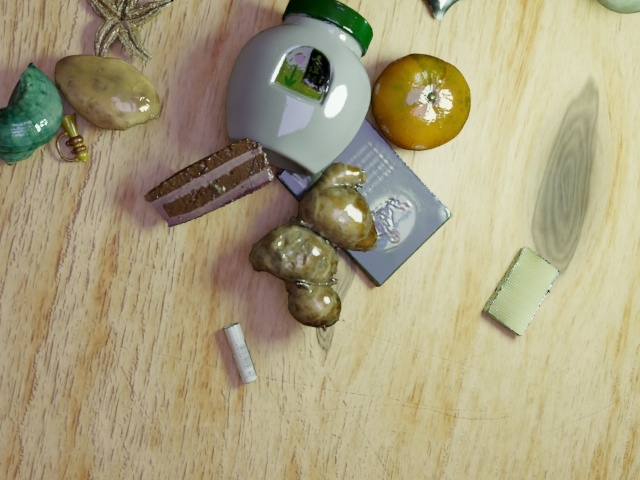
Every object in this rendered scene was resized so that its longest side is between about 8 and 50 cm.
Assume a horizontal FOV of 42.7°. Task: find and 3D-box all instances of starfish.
[{"bbox_3d":[-0.443,-0.507,1.838,0.227,0.043,0.240,-43,96,-11],"label":"starfish"}]

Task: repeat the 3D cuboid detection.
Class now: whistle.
[{"bbox_3d":[-0.554,-0.223,1.817,0.057,0.046,0.109,-21,101,-38],"label":"whistle"}]

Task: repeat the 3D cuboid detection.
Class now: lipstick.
[{"bbox_3d":[-0.185,0.263,1.908,0.040,0.040,0.141,-20,95,-12],"label":"lipstick"}]

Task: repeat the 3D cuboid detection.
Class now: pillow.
[{"bbox_3d":[0.314,-0.609,2.001,0.135,0.055,0.091,-36,130,-7],"label":"pillow"}]

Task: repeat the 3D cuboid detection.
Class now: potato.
[{"bbox_3d":[-0.469,-0.320,1.801,0.234,0.128,0.161,8,73,-8],"label":"potato"}]

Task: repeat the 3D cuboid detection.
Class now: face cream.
[{"bbox_3d":[-0.041,-0.345,1.837,0.312,0.219,0.357,23,82,-2],"label":"face cream"}]

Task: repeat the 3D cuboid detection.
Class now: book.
[{"bbox_3d":[0.108,-0.108,1.970,0.260,0.043,0.371,-43,98,-6],"label":"book"}]

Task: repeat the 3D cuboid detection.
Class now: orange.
[{"bbox_3d":[0.240,-0.327,1.927,0.240,0.171,0.240,0,90,-14],"label":"orange"}]

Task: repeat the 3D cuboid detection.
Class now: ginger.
[{"bbox_3d":[0.000,0.000,1.861,0.256,0.176,0.375,30,93,3],"label":"ginger"}]

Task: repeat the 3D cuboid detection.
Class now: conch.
[{"bbox_3d":[-0.639,-0.253,1.752,0.202,0.196,0.134,-40,114,16],"label":"conch"}]

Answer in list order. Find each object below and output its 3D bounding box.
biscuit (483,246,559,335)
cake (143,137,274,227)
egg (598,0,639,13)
[{"bbox_3d":[0.506,0.127,2.061,0.121,0.040,0.199,34,82,-8],"label":"biscuit"},{"bbox_3d":[-0.235,-0.132,1.807,0.295,0.113,0.116,-21,107,25],"label":"cake"},{"bbox_3d":[0.775,-0.729,1.998,0.258,0.258,0.352,9,86,-13],"label":"egg"}]
